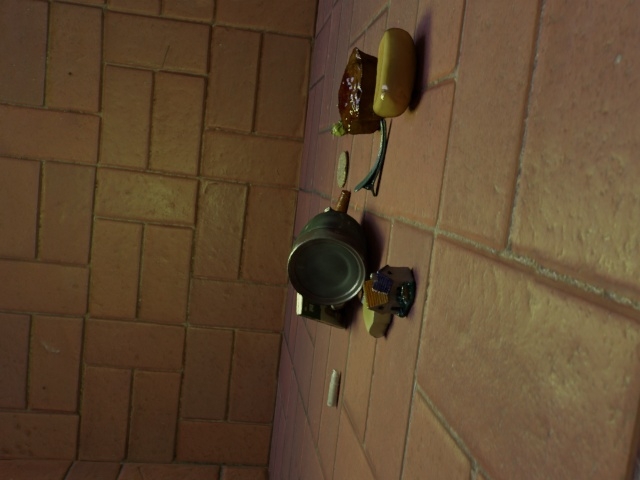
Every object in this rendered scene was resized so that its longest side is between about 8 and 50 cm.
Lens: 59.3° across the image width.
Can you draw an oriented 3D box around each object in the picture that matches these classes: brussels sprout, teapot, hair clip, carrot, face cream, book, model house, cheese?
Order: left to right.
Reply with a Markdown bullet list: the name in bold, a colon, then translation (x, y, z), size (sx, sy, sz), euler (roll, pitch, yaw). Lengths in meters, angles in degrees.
- **book**: translation (0.010, 0.176, 1.881), size (0.264, 0.027, 0.201), euler (29, -122, -51)
- **face cream**: translation (0.047, 0.513, 1.963), size (0.034, 0.034, 0.130), euler (-128, 43, -77)
- **teapot**: translation (0.048, 0.058, 1.756), size (0.312, 0.233, 0.314), euler (-73, -28, -62)
- **carrot**: translation (0.076, -0.119, 2.128), size (0.055, 0.055, 0.161), euler (-95, 21, -48)
- **brussels sprout**: translation (0.086, -0.451, 2.250), size (0.085, 0.058, 0.085), euler (-53, -19, -27)
- **cheese**: translation (0.141, 0.180, 1.533), size (0.255, 0.050, 0.127), euler (-136, 51, -81)
- **hair clip**: translation (0.164, -0.242, 1.655), size (0.039, 0.070, 0.229), euler (-97, 22, -67)
- **model house**: translation (0.156, 0.116, 1.302), size (0.087, 0.100, 0.100), euler (-93, 13, -45)

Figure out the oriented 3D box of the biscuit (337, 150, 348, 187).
- **biscuit**: translation (0.087, -0.283, 2.234), size (0.152, 0.020, 0.152), euler (-175, 90, -80)

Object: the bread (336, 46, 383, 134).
- **bread**: translation (0.125, -0.437, 1.716), size (0.232, 0.135, 0.246), euler (-94, 14, -46)

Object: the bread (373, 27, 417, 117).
- **bread**: translation (0.190, -0.417, 1.414), size (0.147, 0.098, 0.217), euler (167, 110, -82)
